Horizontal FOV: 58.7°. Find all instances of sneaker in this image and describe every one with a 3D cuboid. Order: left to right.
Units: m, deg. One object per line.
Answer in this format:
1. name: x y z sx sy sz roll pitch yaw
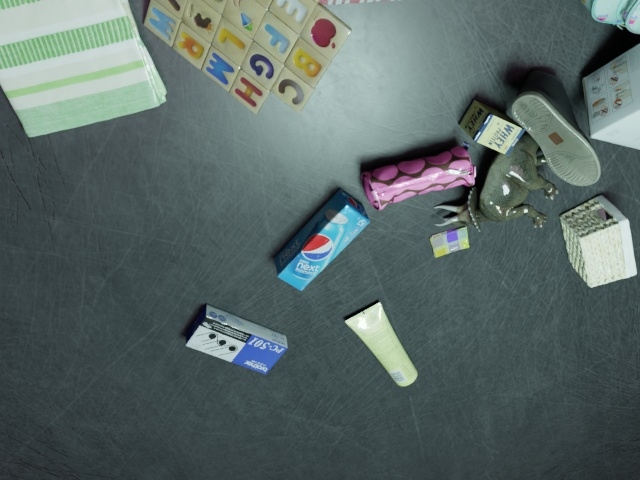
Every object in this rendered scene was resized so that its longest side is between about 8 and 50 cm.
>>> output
1. sneaker: 0.445 -0.209 1.038 0.222 0.118 0.083 46 141 -16

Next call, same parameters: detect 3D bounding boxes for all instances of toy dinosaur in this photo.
1. toy dinosaur: 0.378 -0.117 1.116 0.160 0.121 0.313 14 122 -26

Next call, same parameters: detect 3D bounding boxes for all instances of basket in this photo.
1. basket: 0.602 0.007 1.241 0.103 0.113 0.167 -24 123 8

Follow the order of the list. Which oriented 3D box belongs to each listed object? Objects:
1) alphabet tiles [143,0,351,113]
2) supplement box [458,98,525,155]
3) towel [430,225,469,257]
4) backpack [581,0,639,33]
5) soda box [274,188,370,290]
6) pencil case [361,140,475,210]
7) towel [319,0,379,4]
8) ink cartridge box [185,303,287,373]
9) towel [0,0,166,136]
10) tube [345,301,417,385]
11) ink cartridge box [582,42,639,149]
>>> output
1. alphabet tiles: -0.130 -0.345 0.815 0.343 0.011 0.285 38 139 -5
2. supplement box: 0.317 -0.212 1.062 0.083 0.083 0.056 17 118 -21
3. towel: 0.282 0.004 1.242 0.083 0.009 0.060 -16 124 1
4. backpack: 0.520 -0.421 0.913 0.189 0.144 0.165 1 149 -10
5. soda box: 0.000 0.000 1.150 0.067 0.071 0.210 33 112 -27
6. pencil case: 0.187 -0.119 1.091 0.210 0.098 0.095 -17 119 1
7. towel: 0.084 -0.400 0.870 0.197 0.144 0.029 -6 94 -6
8. ink cartridge box: -0.187 0.225 1.280 0.207 0.046 0.097 26 116 -24
9. towel: -0.407 -0.336 0.880 0.248 0.038 0.324 -13 126 0
10. tube: 0.156 0.249 1.357 0.070 0.062 0.240 -52 122 -29
11. ink cartridge box: 0.667 -0.265 0.959 0.272 0.130 0.309 8 162 -22
